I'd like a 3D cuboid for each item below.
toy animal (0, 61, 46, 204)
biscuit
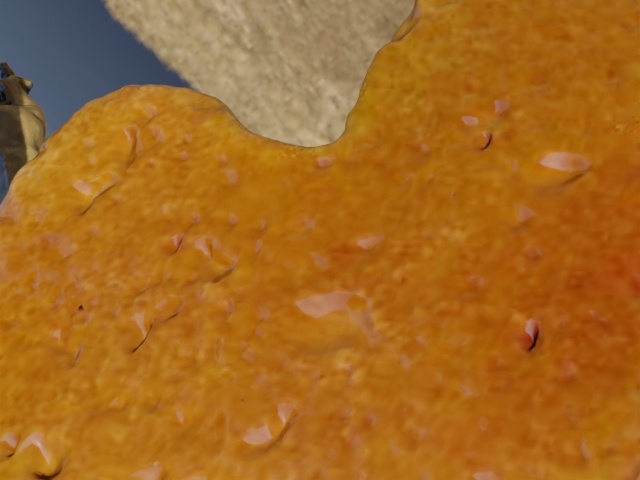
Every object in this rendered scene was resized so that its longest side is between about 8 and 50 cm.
[{"bbox_3d":[-0.152,-0.030,0.625,0.086,0.069,0.220,46,-167,-45],"label":"toy animal"},{"bbox_3d":[0.001,0.001,0.419,0.277,0.262,0.052,-1,147,18],"label":"biscuit"}]
